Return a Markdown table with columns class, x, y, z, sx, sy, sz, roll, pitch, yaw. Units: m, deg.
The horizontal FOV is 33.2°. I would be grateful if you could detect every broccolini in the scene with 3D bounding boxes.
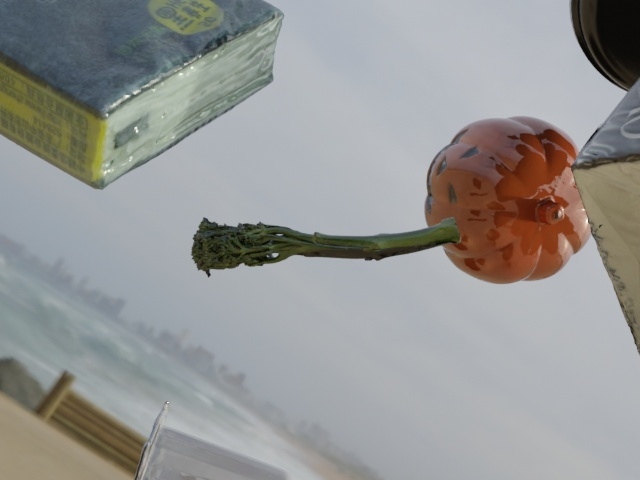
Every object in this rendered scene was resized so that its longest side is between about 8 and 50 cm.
| class | x | y | z | sx | sy | sz | roll | pitch | yaw |
| --- | --- | --- | --- | --- | --- | --- | --- | --- | --- |
| broccolini | 0.000 | 0.000 | 0.919 | 0.239 | 0.054 | 0.051 | -3 | 8 | 16 |

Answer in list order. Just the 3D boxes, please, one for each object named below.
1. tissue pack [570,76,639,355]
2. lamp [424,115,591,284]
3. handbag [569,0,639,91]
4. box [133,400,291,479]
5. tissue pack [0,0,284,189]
| class | x | y | z | sx | sy | sz | roll | pitch | yaw |
| --- | --- | --- | --- | --- | --- | --- | --- | --- | --- |
| tissue pack | 0.375 | -0.072 | 0.866 | 0.198 | 0.370 | 0.210 | -3 | -60 | 42 |
| lamp | 0.210 | -0.042 | 1.165 | 0.188 | 0.187 | 0.164 | 37 | -5 | -25 |
| handbag | 0.417 | -0.261 | 1.129 | 0.308 | 0.253 | 0.093 | 14 | 26 | -6 |
| box | -0.165 | 0.396 | 1.448 | 0.206 | 0.291 | 0.262 | 16 | 14 | -1 |
| tissue pack | -0.182 | -0.149 | 0.724 | 0.257 | 0.185 | 0.081 | 30 | -48 | 19 |
